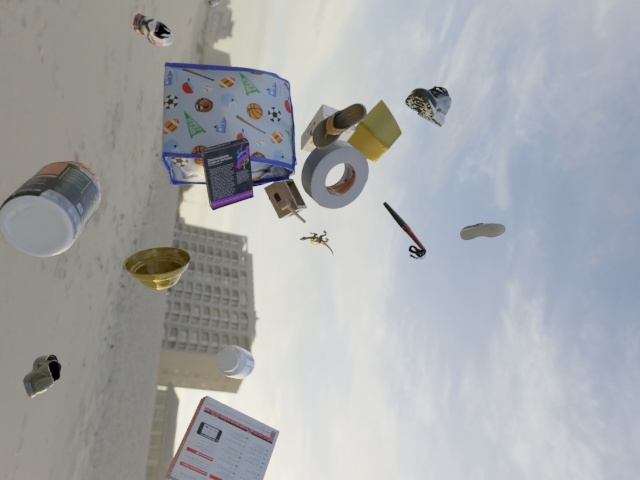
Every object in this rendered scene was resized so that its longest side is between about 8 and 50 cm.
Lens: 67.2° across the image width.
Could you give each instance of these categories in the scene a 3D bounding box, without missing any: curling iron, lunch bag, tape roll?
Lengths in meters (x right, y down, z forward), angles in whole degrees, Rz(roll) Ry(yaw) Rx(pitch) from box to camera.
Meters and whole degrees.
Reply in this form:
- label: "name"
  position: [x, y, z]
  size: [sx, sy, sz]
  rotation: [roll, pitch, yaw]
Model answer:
- label: "curling iron"
  position: [0.330, -0.040, 1.917]
  size: [0.274, 0.068, 0.035]
  rotation: [59, -2, 7]
- label: "lunch bag"
  position: [-0.270, -0.343, 1.474]
  size: [0.239, 0.385, 0.328]
  rotation: [117, -30, -72]
- label: "tape roll"
  position: [0.049, -0.213, 1.573]
  size: [0.072, 0.219, 0.219]
  rotation: [47, -56, 48]

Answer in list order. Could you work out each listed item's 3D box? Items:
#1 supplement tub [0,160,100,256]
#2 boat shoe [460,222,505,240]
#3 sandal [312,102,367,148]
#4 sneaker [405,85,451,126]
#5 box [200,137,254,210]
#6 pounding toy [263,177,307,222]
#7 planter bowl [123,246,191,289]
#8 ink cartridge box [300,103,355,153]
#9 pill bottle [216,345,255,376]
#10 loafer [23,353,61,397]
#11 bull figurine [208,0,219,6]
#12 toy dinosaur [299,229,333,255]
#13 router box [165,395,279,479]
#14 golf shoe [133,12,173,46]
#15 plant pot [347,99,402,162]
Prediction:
- label: "supplement tub"
  position: [-0.755, -0.106, 1.381]
  size: [0.316, 0.194, 0.193]
  rotation: [-103, -149, -61]
- label: "boat shoe"
  position: [0.466, -0.029, 1.388]
  size: [0.046, 0.125, 0.038]
  rotation: [68, 24, -16]
- label: "sandal"
  position: [0.052, -0.331, 1.373]
  size: [0.180, 0.072, 0.049]
  rotation: [-32, -174, 9]
- label: "sneaker"
  position: [0.338, -0.431, 1.476]
  size: [0.108, 0.100, 0.271]
  rotation: [-62, 160, 15]
- label: "box"
  position: [-0.224, -0.161, 1.176]
  size: [0.029, 0.116, 0.162]
  rotation: [45, -35, 40]
- label: "pounding toy"
  position: [-0.128, -0.125, 1.734]
  size: [0.181, 0.094, 0.206]
  rotation: [63, 15, 2]
- label: "planter bowl"
  position: [-0.542, 0.105, 1.622]
  size: [0.217, 0.217, 0.090]
  rotation: [-119, -152, -63]
- label: "ink cartridge box"
  position: [0.028, -0.432, 1.936]
  size: [0.203, 0.148, 0.086]
  rotation: [-45, -143, 49]
- label: "pill bottle"
  position: [-0.353, 0.499, 1.979]
  size: [0.221, 0.124, 0.124]
  rotation: [74, 20, -69]
- label: "loafer"
  position: [-0.883, 0.433, 1.566]
  size: [0.251, 0.087, 0.094]
  rotation: [-158, -127, -70]
- label: "bull figurine"
  position: [-0.338, -0.830, 1.497]
  size: [0.101, 0.188, 0.310]
  rotation: [70, 22, -4]
- label: "toy dinosaur"
  position: [0.000, 0.000, 2.143]
  size: [0.092, 0.183, 0.053]
  rotation: [-45, -150, 45]
- label: "router box"
  position: [-0.358, 0.797, 1.808]
  size: [0.082, 0.335, 0.301]
  rotation: [-42, -160, 50]
- label: "golf shoe"
  position: [-0.495, -0.636, 1.487]
  size: [0.186, 0.086, 0.067]
  rotation: [-40, 150, -77]
- label: "plant pot"
  position: [0.264, -0.511, 2.336]
  size: [0.212, 0.187, 0.212]
  rotation: [-50, -176, -32]
